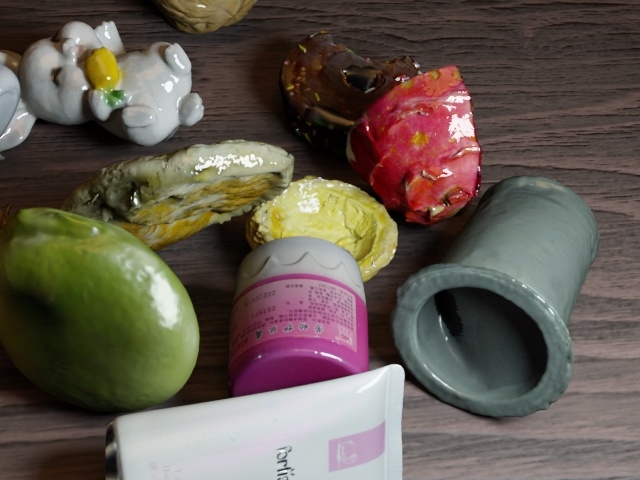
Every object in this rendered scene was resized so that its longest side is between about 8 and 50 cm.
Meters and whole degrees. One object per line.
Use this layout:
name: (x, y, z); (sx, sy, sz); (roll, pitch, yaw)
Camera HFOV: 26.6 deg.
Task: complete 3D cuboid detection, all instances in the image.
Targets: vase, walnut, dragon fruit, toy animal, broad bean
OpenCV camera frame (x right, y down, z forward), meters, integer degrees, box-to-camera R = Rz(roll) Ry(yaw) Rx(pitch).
vase: (0.258, 0.056, 1.793); (0.245, 0.245, 0.291); (27, 42, 11)
walnut: (-0.193, -0.427, 2.147); (0.213, 0.213, 0.213); (7, 47, -7)
dragon fruit: (0.127, -0.112, 1.893); (0.189, 0.261, 0.163); (12, 57, -2)
toy animal: (-0.338, -0.216, 1.947); (0.325, 0.154, 0.208); (-12, 71, 3)
broad bean: (-0.279, 0.085, 1.614); (0.291, 0.238, 0.119); (46, 22, -13)

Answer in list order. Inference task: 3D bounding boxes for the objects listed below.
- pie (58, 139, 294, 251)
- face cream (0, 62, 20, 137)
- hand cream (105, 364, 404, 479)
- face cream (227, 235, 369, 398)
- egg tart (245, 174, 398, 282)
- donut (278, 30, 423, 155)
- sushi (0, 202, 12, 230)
pie: (-0.188, -0.053, 1.725); (0.339, 0.339, 0.077); (-16, 78, -26)
face cream: (-0.573, -0.235, 1.912); (0.337, 0.080, 0.163); (34, 89, 28)
hand cream: (-0.074, 0.249, 1.585); (0.359, 0.185, 0.118); (-6, 20, -12)
face cream: (-0.027, 0.117, 1.695); (0.175, 0.175, 0.195); (6, 48, -8)
egg tart: (-0.001, 0.001, 1.866); (0.213, 0.090, 0.212); (8, 48, -9)
donut: (0.047, -0.214, 2.070); (0.230, 0.096, 0.216); (9, 49, -5)
sushi: (-0.440, -0.005, 1.786); (0.062, 0.060, 0.118); (12, 45, 4)
